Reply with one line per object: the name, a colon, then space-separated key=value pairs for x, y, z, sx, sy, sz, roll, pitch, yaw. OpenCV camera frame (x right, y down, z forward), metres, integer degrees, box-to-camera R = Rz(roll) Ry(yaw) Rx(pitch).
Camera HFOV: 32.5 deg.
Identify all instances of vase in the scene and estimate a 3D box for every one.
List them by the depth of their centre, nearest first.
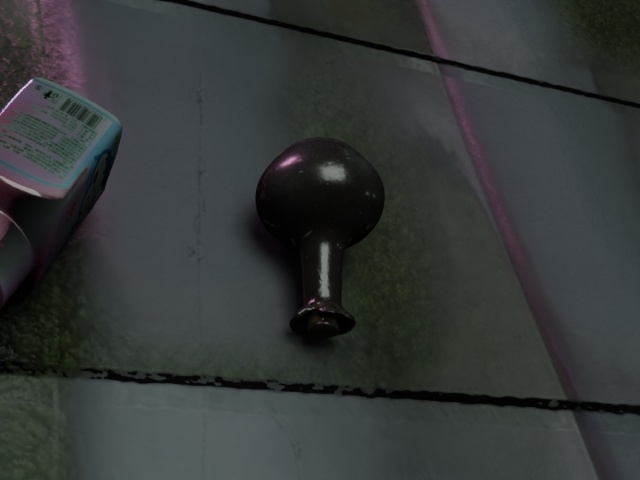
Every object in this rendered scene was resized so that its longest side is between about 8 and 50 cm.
vase: x=0.000 y=0.000 z=0.999 sx=0.120 sy=0.120 sz=0.182 roll=12 pitch=60 yaw=-23

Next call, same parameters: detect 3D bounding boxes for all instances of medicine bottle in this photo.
medicine bottle: x=-0.240 y=-0.027 z=0.859 sx=0.094 sy=0.119 sz=0.188 roll=28 pitch=42 yaw=-4
